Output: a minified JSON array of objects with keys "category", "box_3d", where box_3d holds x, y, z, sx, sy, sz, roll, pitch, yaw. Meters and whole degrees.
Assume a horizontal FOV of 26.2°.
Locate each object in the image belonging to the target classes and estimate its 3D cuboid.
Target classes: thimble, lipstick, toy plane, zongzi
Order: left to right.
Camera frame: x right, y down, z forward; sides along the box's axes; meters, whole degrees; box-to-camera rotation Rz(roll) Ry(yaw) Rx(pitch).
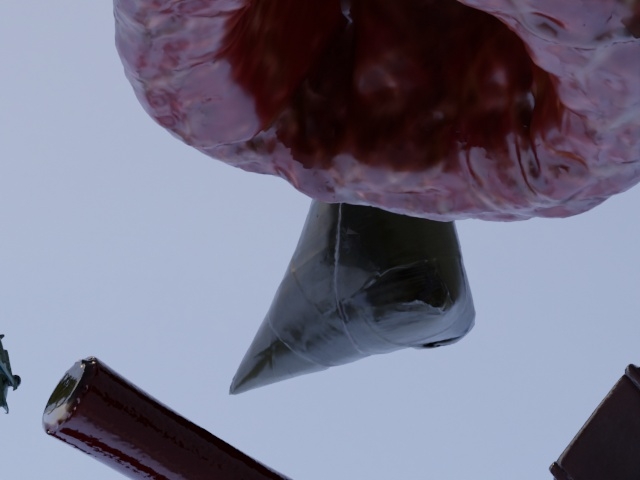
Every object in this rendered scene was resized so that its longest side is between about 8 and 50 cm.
[{"category":"toy plane","box_3d":[-0.297,0.118,1.262,0.033,0.083,0.080,-6,-177,-42]},{"category":"lipstick","box_3d":[-0.128,0.191,1.205,0.241,0.080,0.080,35,-154,-22]},{"category":"zongzi","box_3d":[0.000,0.000,1.445,0.145,0.300,0.274,16,-122,-57]},{"category":"thimble","box_3d":[0.064,-0.165,0.776,0.350,0.350,0.231,14,-111,4]}]

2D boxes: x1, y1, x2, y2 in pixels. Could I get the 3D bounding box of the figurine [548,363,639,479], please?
[{"category":"figurine","box_3d":[0.263,0.187,1.144,0.098,0.154,0.082,16,-156,-43]}]
